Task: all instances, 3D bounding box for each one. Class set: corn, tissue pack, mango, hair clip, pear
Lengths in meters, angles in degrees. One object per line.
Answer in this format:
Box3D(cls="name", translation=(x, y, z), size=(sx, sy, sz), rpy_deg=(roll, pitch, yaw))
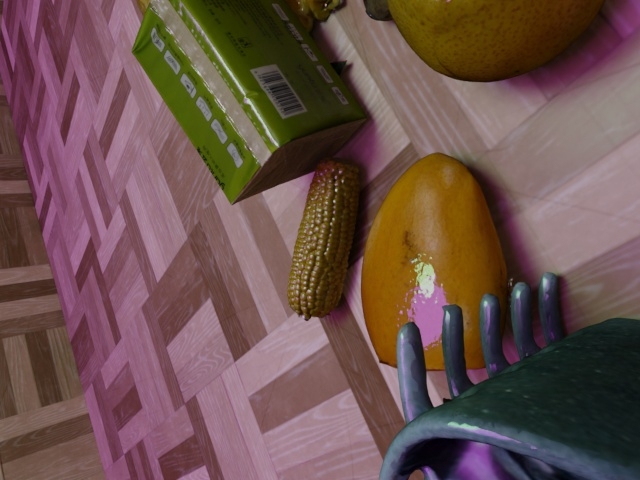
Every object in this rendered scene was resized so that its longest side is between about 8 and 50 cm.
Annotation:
Box3D(cls="corn", translation=(0.005, 0.001, 0.740), size=(0.091, 0.091, 0.260), rpy_deg=(13, 109, 9))
Box3D(cls="tissue pack", translation=(-0.102, -0.226, 0.690), size=(0.275, 0.200, 0.167), rpy_deg=(55, 136, 6))
Box3D(cls="mango", translation=(0.127, 0.025, 0.571), size=(0.187, 0.138, 0.257), rpy_deg=(145, 125, -64))
Box3D(cls="hair clip", translation=(0.221, 0.144, 0.356), size=(0.238, 0.318, 0.392), rpy_deg=(6, 102, 49))
Box3D(cls="pear", translation=(0.159, -0.256, 0.445), size=(0.209, 0.209, 0.209), rpy_deg=(10, 103, 47))

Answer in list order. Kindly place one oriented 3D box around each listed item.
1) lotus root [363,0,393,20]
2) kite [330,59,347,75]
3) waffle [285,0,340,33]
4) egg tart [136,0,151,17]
Box3D(cls="lotus root", translation=(0.109, -0.346, 0.574), size=(0.179, 0.080, 0.089), rpy_deg=(-45, 63, 43))
Box3D(cls="kite", translation=(-0.076, -0.231, 0.823), size=(0.321, 0.016, 0.234), rpy_deg=(12, 119, 40))
Box3D(cls="waffle", translation=(-0.049, -0.471, 0.747), size=(0.329, 0.062, 0.329), rpy_deg=(9, 102, 46))
Box3D(cls="egg tart", translation=(-0.270, -0.565, 0.936), size=(0.315, 0.120, 0.315), rpy_deg=(11, 106, 45))
